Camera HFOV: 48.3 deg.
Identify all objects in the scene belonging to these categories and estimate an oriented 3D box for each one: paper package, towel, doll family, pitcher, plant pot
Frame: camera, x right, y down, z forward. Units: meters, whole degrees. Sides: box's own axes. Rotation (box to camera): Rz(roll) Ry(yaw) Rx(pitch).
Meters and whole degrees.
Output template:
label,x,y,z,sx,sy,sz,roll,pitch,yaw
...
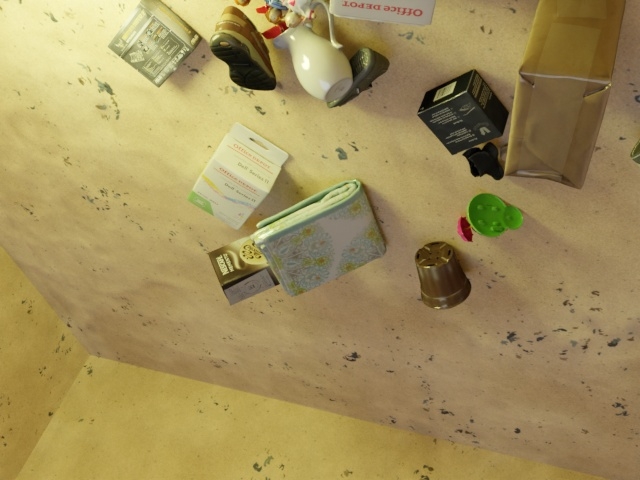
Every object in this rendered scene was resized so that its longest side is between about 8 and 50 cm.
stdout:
label,x,y,z,sx,sy,sz,roll,pitch,yaw
paper package,0.503,-0.325,1.467,0.168,0.325,0.310,12,145,17
towel,0.000,0.000,2.251,0.374,0.090,0.321,-24,137,1
doll family,-0.119,-0.592,1.664,0.262,0.118,0.163,23,128,-2
pitcher,0.001,-0.455,1.714,0.178,0.125,0.207,-47,70,35
plant pot,0.379,0.102,2.262,0.166,0.167,0.165,0,130,30

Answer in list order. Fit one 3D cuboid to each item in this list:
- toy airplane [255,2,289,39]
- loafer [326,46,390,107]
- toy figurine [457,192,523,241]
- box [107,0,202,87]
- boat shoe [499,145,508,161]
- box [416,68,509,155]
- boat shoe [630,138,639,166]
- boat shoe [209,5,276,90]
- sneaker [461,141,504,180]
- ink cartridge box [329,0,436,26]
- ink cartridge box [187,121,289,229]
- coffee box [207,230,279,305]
label,x,y,z,sx,sy,sz,roll,pitch,yaw
toy airplane,-0.101,-0.545,1.778,0.151,0.028,0.151,14,143,11
loafer,0.091,-0.399,1.801,0.087,0.095,0.251,3,167,-26
toy figurine,0.470,-0.049,2.069,0.173,0.130,0.159,4,163,-15
box,-0.457,-0.544,1.959,0.183,0.056,0.231,39,142,-20
boat shoe,0.544,-0.197,1.842,0.170,0.059,0.063,17,145,10
box,0.353,-0.314,1.767,0.156,0.093,0.158,-18,127,45
boat shoe,0.771,-0.282,1.563,0.091,0.109,0.305,25,139,-1
boat shoe,-0.179,-0.479,1.804,0.122,0.120,0.324,7,170,10
sneaker,0.426,-0.194,1.867,0.051,0.089,0.170,43,171,38
ink cartridge box,0.142,-0.605,1.438,0.226,0.131,0.306,8,145,0
ink cartridge box,-0.265,-0.196,2.255,0.207,0.119,0.353,31,145,-11
coffee box,-0.207,0.072,2.403,0.297,0.168,0.119,-24,139,-8
